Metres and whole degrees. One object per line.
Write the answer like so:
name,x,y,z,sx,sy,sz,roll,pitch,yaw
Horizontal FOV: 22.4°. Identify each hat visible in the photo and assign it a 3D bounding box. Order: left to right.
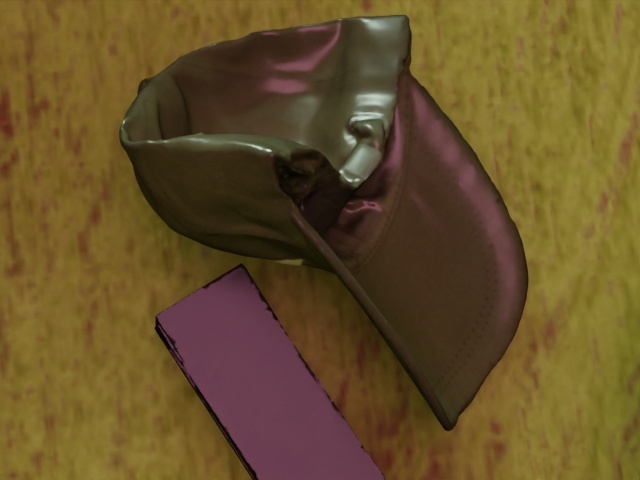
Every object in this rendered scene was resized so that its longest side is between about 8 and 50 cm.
hat,0.000,0.000,0.729,0.144,0.166,0.173,1,114,27

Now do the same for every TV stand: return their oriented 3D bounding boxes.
TV stand,0.014,0.131,0.722,0.049,0.040,0.256,-33,84,-11
